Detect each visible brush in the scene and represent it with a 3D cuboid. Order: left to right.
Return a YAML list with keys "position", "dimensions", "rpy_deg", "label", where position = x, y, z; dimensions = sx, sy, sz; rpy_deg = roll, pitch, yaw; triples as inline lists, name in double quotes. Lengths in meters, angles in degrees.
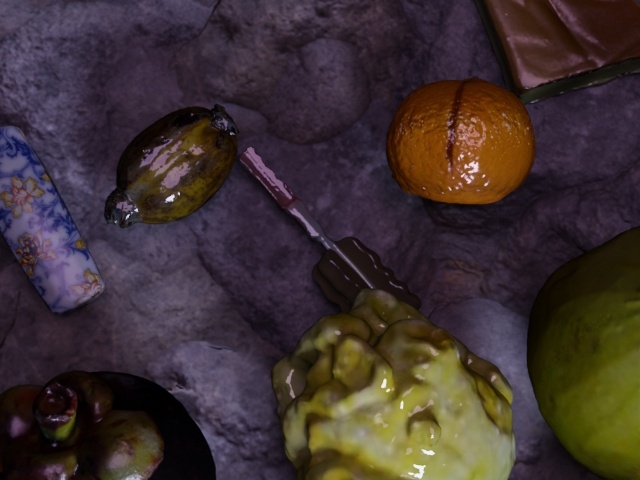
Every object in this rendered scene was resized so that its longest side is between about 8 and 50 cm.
- position: [0.000, 0.000, 1.897]
  dimensions: [0.301, 0.071, 0.084]
  rpy_deg: [46, 63, 6]
  label: "brush"

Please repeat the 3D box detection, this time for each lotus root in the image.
- position: [-0.184, -0.087, 1.871]
  dimensions: [0.209, 0.120, 0.120]
  rpy_deg: [-42, 84, -15]
  label: "lotus root"

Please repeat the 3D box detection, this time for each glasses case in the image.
- position: [-0.352, -0.025, 1.854]
  dimensions: [0.087, 0.065, 0.248]
  rpy_deg: [-26, 81, -15]
  label: "glasses case"

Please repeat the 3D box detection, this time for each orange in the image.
- position: [0.175, -0.125, 1.884]
  dimensions: [0.193, 0.193, 0.161]
  rpy_deg: [-1, 93, -8]
  label: "orange"

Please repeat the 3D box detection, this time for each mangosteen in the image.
- position: [-0.248, 0.257, 1.685]
  dimensions: [0.233, 0.287, 0.287]
  rpy_deg: [-20, 78, -35]
  label: "mangosteen"

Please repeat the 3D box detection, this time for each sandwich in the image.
- position: [0.338, -0.311, 2.024]
  dimensions: [0.245, 0.063, 0.212]
  rpy_deg: [-16, 77, -13]
  label: "sandwich"

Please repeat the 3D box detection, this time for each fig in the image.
- position: [0.412, 0.129, 1.774]
  dimensions: [0.343, 0.343, 0.343]
  rpy_deg: [2, 75, -7]
  label: "fig"

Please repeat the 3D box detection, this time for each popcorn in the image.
- position: [0.079, 0.218, 1.745]
  dimensions: [0.312, 0.312, 0.312]
  rpy_deg: [2, 75, -7]
  label: "popcorn"
